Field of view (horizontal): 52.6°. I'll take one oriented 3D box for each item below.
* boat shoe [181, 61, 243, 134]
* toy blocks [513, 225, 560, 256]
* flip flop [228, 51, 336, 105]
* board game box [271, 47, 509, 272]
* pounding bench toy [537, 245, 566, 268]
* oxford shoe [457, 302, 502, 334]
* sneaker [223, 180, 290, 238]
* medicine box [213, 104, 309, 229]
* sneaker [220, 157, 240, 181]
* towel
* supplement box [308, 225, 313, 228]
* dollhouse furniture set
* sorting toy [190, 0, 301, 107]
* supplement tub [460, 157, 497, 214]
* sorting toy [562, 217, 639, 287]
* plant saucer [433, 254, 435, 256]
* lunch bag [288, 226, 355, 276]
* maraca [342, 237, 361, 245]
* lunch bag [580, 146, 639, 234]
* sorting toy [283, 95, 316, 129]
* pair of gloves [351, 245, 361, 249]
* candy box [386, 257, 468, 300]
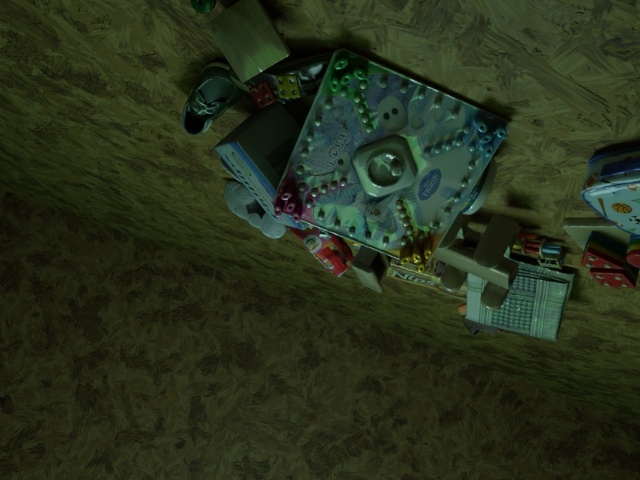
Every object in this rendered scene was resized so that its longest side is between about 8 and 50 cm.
[{"bbox_3d":[-0.272,-0.342,1.608,0.116,0.099,0.319,27,162,-21],"label":"boat shoe"},{"bbox_3d":[0.576,0.002,1.780,0.148,0.054,0.123,8,160,35],"label":"toy blocks"},{"bbox_3d":[-0.063,-0.359,1.372,0.276,0.080,0.112,-5,148,24],"label":"flip flop"},{"bbox_3d":[0.136,-0.149,1.370,0.389,0.050,0.390,21,120,-8],"label":"board game box"},{"bbox_3d":[0.663,0.052,1.839,0.065,0.052,0.083,8,160,33],"label":"pounding bench toy"},{"bbox_3d":[0.633,0.247,2.246,0.129,0.133,0.363,-15,172,-29],"label":"oxford shoe"},{"bbox_3d":[-0.216,-0.108,2.266,0.268,0.101,0.153,40,-169,8],"label":"sneaker"},{"bbox_3d":[-0.106,-0.179,1.593,0.264,0.149,0.289,51,169,-15],"label":"medicine box"},{"bbox_3d":[-0.197,-0.186,2.015,0.282,0.099,0.153,23,162,-20],"label":"sneaker"},{"bbox_3d":[0.621,0.181,2.059,0.311,0.056,0.325,14,134,21],"label":"towel"},{"bbox_3d":[-0.078,-0.151,1.850,0.220,0.114,0.111,39,167,12],"label":"supplement box"},{"bbox_3d":[0.326,0.064,1.805,0.393,0.257,0.362,24,166,23],"label":"dollhouse furniture set"},{"bbox_3d":[-0.131,-0.395,1.277,0.132,0.046,0.275,-20,112,36],"label":"sorting toy"},{"bbox_3d":[0.280,-0.157,1.469,0.199,0.145,0.144,21,163,-5],"label":"supplement tub"},{"bbox_3d":[0.771,0.041,1.616,0.257,0.090,0.255,2,156,47],"label":"sorting toy"},{"bbox_3d":[0.300,0.001,2.121,0.199,0.037,0.200,18,163,6],"label":"plant saucer"},{"bbox_3d":[0.000,0.000,2.149,0.258,0.120,0.293,51,-178,34],"label":"lunch bag"},{"bbox_3d":[0.139,-0.029,2.118,0.127,0.099,0.185,-27,154,31],"label":"maraca"},{"bbox_3d":[0.677,-0.101,1.245,0.243,0.115,0.303,31,161,-25],"label":"lunch bag"},{"bbox_3d":[0.024,-0.284,1.496,0.208,0.038,0.193,5,140,30],"label":"sorting toy"},{"bbox_3d":[0.185,0.029,2.378,0.159,0.023,0.198,18,163,8],"label":"pair of gloves"},{"bbox_3d":[0.395,0.114,2.283,0.316,0.088,0.183,18,164,8],"label":"candy box"}]
